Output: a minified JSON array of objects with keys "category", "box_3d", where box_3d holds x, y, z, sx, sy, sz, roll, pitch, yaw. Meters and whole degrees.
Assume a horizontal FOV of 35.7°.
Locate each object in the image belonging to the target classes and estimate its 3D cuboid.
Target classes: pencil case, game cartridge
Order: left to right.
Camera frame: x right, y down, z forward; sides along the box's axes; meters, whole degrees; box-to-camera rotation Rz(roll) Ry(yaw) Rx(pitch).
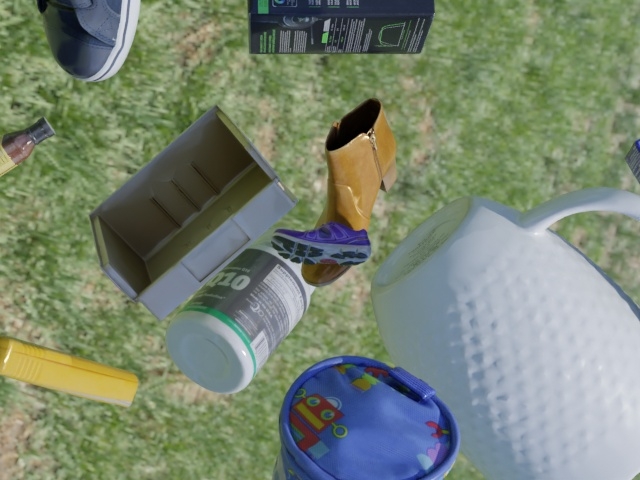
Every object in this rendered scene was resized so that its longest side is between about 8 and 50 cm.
[{"category":"game cartridge","box_3d":[-0.412,0.128,1.208,0.323,0.285,0.052,51,54,-69]},{"category":"pencil case","box_3d":[0.020,0.211,0.753,0.133,0.119,0.306,-43,155,-36]}]

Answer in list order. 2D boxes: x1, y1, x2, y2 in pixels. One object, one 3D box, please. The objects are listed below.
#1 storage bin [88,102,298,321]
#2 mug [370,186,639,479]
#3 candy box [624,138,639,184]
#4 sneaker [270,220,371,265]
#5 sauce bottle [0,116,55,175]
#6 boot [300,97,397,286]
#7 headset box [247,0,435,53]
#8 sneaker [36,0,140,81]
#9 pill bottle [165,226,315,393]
[{"category":"storage bin","box_3d":[-0.188,-0.043,1.429,0.262,0.260,0.123,-40,115,0]},{"category":"mug","box_3d":[0.263,0.091,1.174,0.374,0.328,0.276,-39,-170,25]},{"category":"candy box","box_3d":[0.813,-0.109,1.985,0.268,0.317,0.122,-27,166,1]},{"category":"sneaker","box_3d":[0.000,0.000,1.658,0.068,0.170,0.071,116,-23,-56]},{"category":"sauce bottle","box_3d":[-0.387,-0.107,1.224,0.128,0.042,0.042,-34,143,-8]},{"category":"boot","box_3d":[0.032,-0.085,1.688,0.295,0.104,0.211,-57,151,-19]},{"category":"headset box","box_3d":[0.012,-0.410,1.457,0.131,0.283,0.246,102,-13,-74]},{"category":"sneaker","box_3d":[-0.252,-0.307,0.971,0.127,0.126,0.321,-27,133,-53]},{"category":"pill bottle","box_3d":[-0.149,0.137,2.101,0.361,0.204,0.204,-50,144,-46]}]
